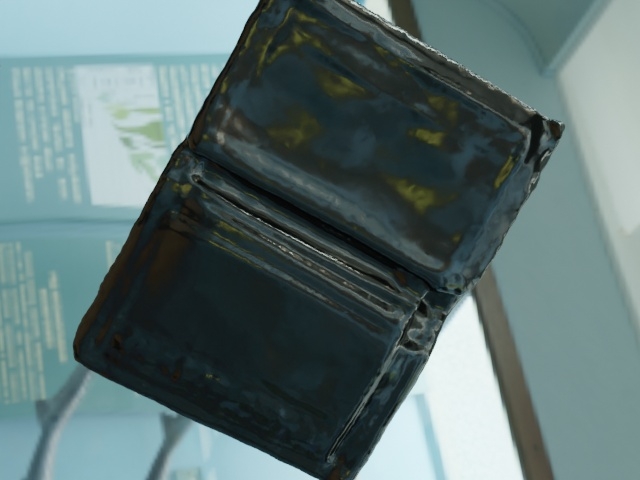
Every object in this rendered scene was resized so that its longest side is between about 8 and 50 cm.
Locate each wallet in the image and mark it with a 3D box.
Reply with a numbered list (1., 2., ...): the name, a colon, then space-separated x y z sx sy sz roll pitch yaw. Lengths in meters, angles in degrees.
1. wallet: 0.000 0.000 0.802 0.323 0.247 0.041 -60 -168 5
